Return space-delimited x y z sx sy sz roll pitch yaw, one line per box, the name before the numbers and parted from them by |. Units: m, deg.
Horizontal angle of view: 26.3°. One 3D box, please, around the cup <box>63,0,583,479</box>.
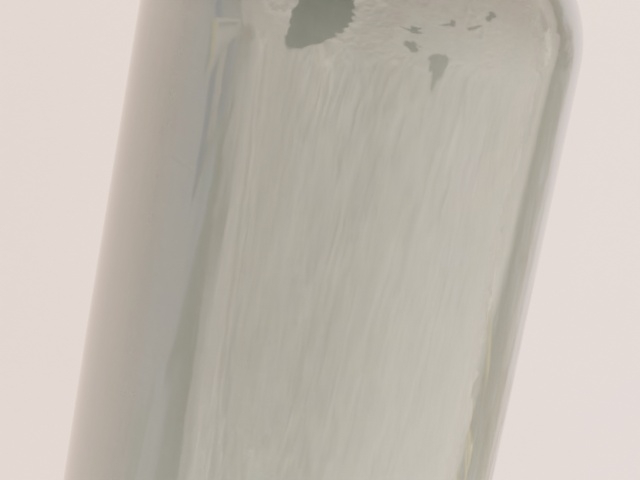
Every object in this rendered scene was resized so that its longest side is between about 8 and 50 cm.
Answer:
cup | 0.000 0.000 0.637 0.205 0.205 0.312 2 -72 -28
